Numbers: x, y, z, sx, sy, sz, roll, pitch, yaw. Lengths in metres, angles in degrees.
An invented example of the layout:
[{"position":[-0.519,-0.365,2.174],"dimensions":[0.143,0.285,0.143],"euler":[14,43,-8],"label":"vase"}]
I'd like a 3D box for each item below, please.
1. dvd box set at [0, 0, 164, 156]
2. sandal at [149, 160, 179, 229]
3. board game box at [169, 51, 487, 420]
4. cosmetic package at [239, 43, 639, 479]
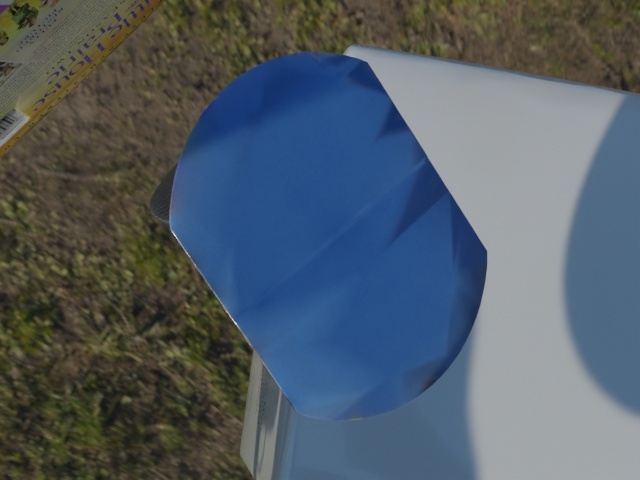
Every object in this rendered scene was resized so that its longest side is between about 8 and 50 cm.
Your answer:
[{"position":[-0.264,-0.176,0.978],"dimensions":[0.307,0.420,0.062],"euler":[-43,89,-1],"label":"dvd box set"},{"position":[-0.113,-0.032,1.249],"dimensions":[0.097,0.054,0.254],"euler":[-47,29,0],"label":"sandal"},{"position":[0.000,0.000,0.559],"dimensions":[0.133,0.033,0.169],"euler":[-41,103,-29],"label":"board game box"},{"position":[0.123,0.062,1.002],"dimensions":[0.329,0.393,0.327],"euler":[9,84,-8],"label":"cosmetic package"}]
